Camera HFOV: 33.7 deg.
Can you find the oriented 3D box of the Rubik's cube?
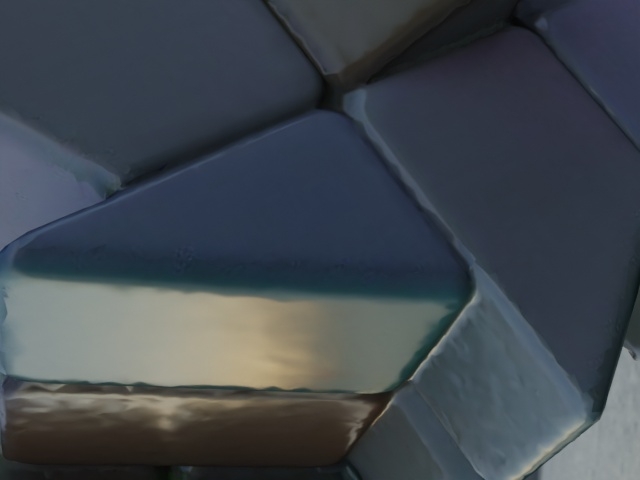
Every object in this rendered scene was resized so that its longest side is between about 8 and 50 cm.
[{"bbox_3d":[-0.024,-0.033,0.498,0.387,0.368,0.358,-27,-21,-26],"label":"Rubik's cube"}]
